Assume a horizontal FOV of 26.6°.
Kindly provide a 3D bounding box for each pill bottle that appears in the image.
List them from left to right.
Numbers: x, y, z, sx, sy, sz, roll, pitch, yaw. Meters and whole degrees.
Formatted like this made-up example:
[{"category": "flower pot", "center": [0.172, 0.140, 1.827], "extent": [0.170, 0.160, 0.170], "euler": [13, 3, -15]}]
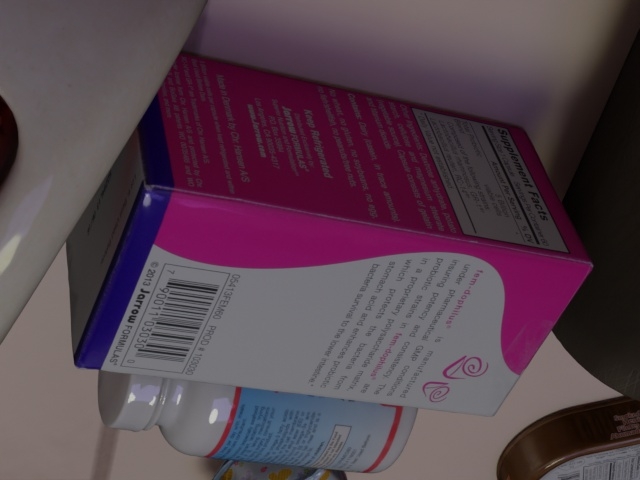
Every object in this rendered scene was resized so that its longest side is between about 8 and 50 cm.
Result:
[{"category": "pill bottle", "center": [-0.034, 0.076, 0.732], "extent": [0.160, 0.087, 0.087], "euler": [9, 129, -24]}]

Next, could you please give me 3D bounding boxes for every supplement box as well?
[{"category": "supplement box", "center": [0.000, 0.000, 0.652], "extent": [0.220, 0.114, 0.111], "euler": [11, 128, -22]}]

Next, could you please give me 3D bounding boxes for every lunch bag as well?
[{"category": "lunch bag", "center": [-0.028, 0.158, 0.837], "extent": [0.083, 0.053, 0.071], "euler": [-32, 135, 2]}]

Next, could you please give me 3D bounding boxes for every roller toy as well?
[{"category": "roller toy", "center": [-0.142, -0.061, 0.487], "extent": [0.146, 0.191, 0.209], "euler": [31, 154, -11]}]

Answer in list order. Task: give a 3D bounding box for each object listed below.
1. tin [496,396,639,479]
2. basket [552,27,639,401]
[{"category": "tin", "center": [0.213, 0.148, 0.903], "extent": [0.189, 0.040, 0.106], "euler": [-12, 139, -4]}, {"category": "basket", "center": [0.204, -0.031, 0.639], "extent": [0.154, 0.204, 0.227], "euler": [-7, 144, -25]}]
